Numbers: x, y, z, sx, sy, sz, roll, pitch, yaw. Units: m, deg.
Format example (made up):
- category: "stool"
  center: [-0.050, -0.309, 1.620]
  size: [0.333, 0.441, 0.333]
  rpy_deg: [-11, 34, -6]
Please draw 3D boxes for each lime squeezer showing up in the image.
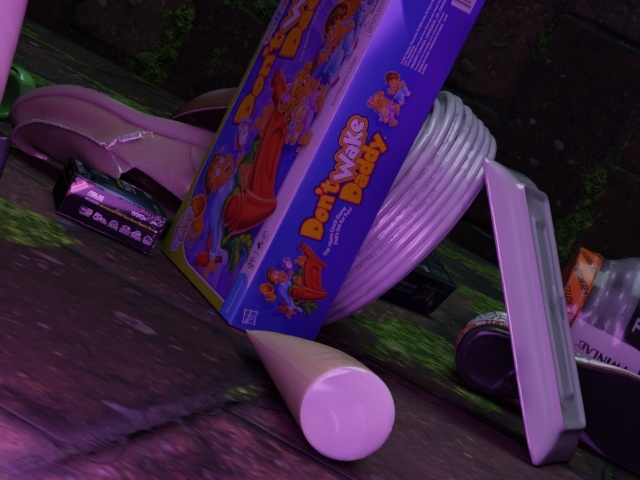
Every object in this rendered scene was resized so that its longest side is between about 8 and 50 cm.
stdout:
- category: "lime squeezer"
  center: [-0.378, -0.178, 1.935]
  size: [0.110, 0.059, 0.310]
  rpy_deg: [27, 6, -8]

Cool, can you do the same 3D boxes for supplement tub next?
- category: "supplement tub"
  center: [0.393, 0.145, 1.895]
  size: [0.316, 0.194, 0.193]
  rpy_deg: [27, 5, 2]

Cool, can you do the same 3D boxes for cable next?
- category: "cable"
  center: [0.052, -0.026, 1.586]
  size: [0.089, 0.257, 0.257]
  rpy_deg: [44, 40, -10]

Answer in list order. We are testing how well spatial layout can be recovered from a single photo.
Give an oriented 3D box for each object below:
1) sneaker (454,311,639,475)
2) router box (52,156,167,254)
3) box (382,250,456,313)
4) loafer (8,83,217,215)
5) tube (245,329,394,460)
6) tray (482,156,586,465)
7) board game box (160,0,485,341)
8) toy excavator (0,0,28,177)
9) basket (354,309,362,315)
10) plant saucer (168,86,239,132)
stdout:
- category: "sneaker"
  center: [0.264, 0.151, 1.754]
  size: [0.270, 0.090, 0.145]
  rpy_deg: [25, 8, 2]
- category: "router box"
  center: [-0.192, -0.033, 1.550]
  size: [0.092, 0.038, 0.122]
  rpy_deg: [26, 5, -15]
- category: "box"
  center: [0.045, -0.014, 2.117]
  size: [0.232, 0.059, 0.183]
  rpy_deg: [22, 29, -47]
- category: "loafer"
  center: [-0.199, -0.080, 1.690]
  size: [0.268, 0.092, 0.102]
  rpy_deg: [14, -26, 20]
- category: "tube"
  center: [0.000, 0.096, 1.183]
  size: [0.240, 0.062, 0.070]
  rpy_deg: [-150, -144, -81]
- category: "tray"
  center: [0.196, 0.062, 1.523]
  size: [0.030, 0.270, 0.145]
  rpy_deg: [-11, -9, 19]
- category: "board game box"
  center: [-0.004, -0.101, 1.476]
  size: [0.078, 0.347, 0.233]
  rpy_deg: [24, 6, -24]
- category: "toy excavator"
  center: [-0.460, -0.224, 1.316]
  size: [0.445, 0.222, 0.433]
  rpy_deg: [15, 9, -25]
- category: "basket"
  center: [0.000, 0.000, 1.832]
  size: [0.113, 0.103, 0.167]
  rpy_deg: [25, 5, -21]
- category: "plant saucer"
  center: [-0.061, -0.113, 1.731]
  size: [0.198, 0.036, 0.198]
  rpy_deg: [5, -17, 2]
